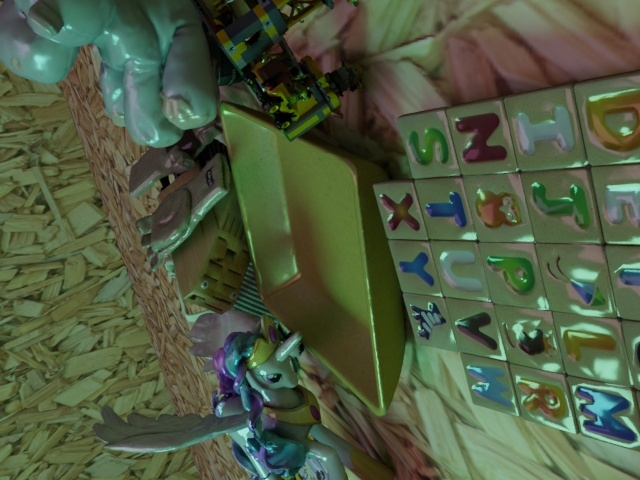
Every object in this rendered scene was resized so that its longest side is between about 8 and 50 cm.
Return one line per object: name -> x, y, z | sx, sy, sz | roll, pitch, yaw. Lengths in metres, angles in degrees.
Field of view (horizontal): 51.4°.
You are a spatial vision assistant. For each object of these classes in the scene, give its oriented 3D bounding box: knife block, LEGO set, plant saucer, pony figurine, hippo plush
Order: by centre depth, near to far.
LEGO set -> -0.040, -0.280, 0.636 | 0.331, 0.192, 0.255 | 59, -175, 26
hippo plush -> -0.257, -0.247, 0.817 | 0.294, 0.236, 0.235 | -33, 73, 36
plant saucer -> 0.000, 0.000, 0.849 | 0.332, 0.080, 0.333 | 34, 140, 51
pony figurine -> -0.104, 0.257, 1.002 | 0.350, 0.303, 0.364 | -9, 122, 36
knife block -> -0.204, -0.042, 1.067 | 0.242, 0.276, 0.088 | 10, 166, 39

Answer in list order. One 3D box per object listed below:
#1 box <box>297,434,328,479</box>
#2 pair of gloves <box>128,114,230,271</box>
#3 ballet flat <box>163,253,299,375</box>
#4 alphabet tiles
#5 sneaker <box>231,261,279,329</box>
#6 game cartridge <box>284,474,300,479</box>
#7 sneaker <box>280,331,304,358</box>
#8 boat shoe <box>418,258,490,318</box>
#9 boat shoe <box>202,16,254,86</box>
box -> -0.022, 0.405, 1.272 | 0.094, 0.027, 0.137 | -50, 61, 33
pair of gloves -> -0.212, -0.093, 1.005 | 0.204, 0.042, 0.240 | -41, 44, 22
ballet flat -> -0.198, 0.153, 1.342 | 0.409, 0.146, 0.147 | 50, 151, 33
alphabet tiles -> 0.175, 0.027, 0.516 | 0.342, 0.011, 0.285 | 2, 113, 54
sneaker -> -0.148, 0.058, 1.207 | 0.161, 0.102, 0.282 | 33, 129, 57
game cartridge -> -0.086, 0.478, 1.504 | 0.285, 0.052, 0.324 | 40, 142, 46
sneaker -> -0.040, 0.177, 1.153 | 0.044, 0.040, 0.109 | 48, 158, 3
boat shoe -> 0.136, 0.025, 0.620 | 0.137, 0.049, 0.043 | 51, 149, 27
boat shoe -> -0.173, -0.320, 0.937 | 0.233, 0.079, 0.084 | 64, 160, 12
